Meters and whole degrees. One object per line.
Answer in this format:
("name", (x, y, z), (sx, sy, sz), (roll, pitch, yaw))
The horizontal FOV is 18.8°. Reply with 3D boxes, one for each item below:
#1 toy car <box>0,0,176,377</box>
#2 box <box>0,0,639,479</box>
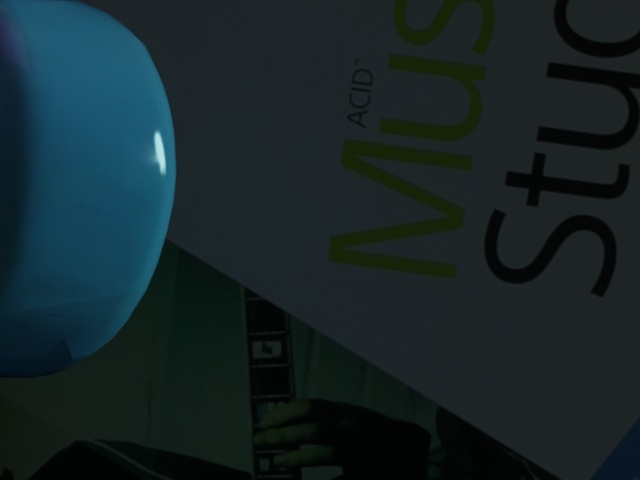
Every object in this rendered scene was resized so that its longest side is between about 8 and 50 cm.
("toy car", (-0.188, 0.028, 0.348), (0.219, 0.210, 0.238), (10, -5, -44))
("box", (0.000, 0.000, 0.459), (0.322, 0.232, 0.058), (7, 12, 2))
